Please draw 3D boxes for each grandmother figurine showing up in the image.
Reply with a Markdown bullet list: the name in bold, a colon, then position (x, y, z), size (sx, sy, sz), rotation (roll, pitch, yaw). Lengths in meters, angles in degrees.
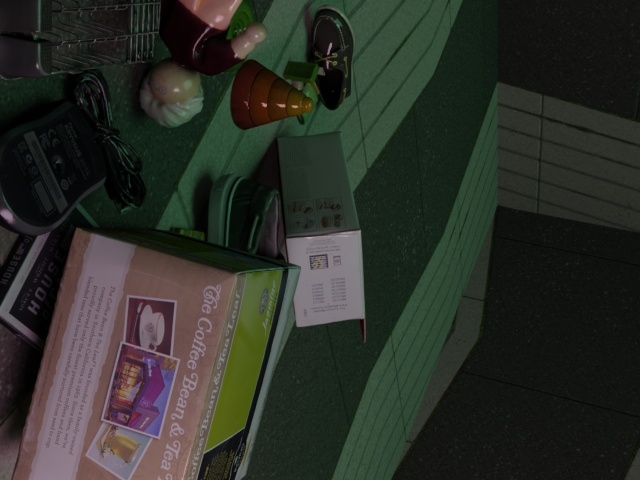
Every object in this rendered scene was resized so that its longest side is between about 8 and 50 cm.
- **grandmother figurine**: position (-0.158, -0.303, 1.212), size (0.104, 0.208, 0.342), rotation (-4, 132, -41)

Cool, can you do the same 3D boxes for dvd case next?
- **dvd case**: position (-0.326, 0.063, 1.199), size (0.238, 0.029, 0.179), rotation (65, 41, -59)

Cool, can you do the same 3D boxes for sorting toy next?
- **sorting toy**: position (-0.093, -0.305, 1.460), size (0.365, 0.126, 0.127), rotation (72, 37, -55)

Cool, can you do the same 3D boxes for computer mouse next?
- **computer mouse**: position (-0.315, -0.083, 1.075), size (0.272, 0.072, 0.188), rotation (-49, 126, -61)

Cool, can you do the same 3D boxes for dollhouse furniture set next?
- **dollhouse furniture set**: position (-0.018, -0.285, 1.756), size (0.151, 0.058, 0.076), rotation (61, 46, -60)

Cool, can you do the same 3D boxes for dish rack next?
- **dish rack**: position (-0.274, -0.296, 1.079), size (0.271, 0.074, 0.208), rotation (-34, 134, -64)

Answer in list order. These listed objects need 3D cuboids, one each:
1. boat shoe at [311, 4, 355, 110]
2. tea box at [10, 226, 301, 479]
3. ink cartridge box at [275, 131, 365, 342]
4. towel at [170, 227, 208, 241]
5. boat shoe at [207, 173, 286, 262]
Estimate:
- **boat shoe**: position (0.023, -0.350, 1.792), size (0.227, 0.081, 0.068), rotation (78, 27, -52)
- **tea box**: position (-0.199, 0.165, 1.223), size (0.323, 0.220, 0.329), rotation (5, 100, -79)
- **ink cartridge box**: position (0.000, 0.000, 1.685), size (0.309, 0.130, 0.272), rotation (-98, -178, -52)
- **towel**: position (-0.195, 0.037, 1.539), size (0.237, 0.021, 0.102), rotation (13, 93, -70)
- **boat shoe**: position (-0.118, 0.050, 1.546), size (0.121, 0.119, 0.335), rotation (-53, 150, -46)
